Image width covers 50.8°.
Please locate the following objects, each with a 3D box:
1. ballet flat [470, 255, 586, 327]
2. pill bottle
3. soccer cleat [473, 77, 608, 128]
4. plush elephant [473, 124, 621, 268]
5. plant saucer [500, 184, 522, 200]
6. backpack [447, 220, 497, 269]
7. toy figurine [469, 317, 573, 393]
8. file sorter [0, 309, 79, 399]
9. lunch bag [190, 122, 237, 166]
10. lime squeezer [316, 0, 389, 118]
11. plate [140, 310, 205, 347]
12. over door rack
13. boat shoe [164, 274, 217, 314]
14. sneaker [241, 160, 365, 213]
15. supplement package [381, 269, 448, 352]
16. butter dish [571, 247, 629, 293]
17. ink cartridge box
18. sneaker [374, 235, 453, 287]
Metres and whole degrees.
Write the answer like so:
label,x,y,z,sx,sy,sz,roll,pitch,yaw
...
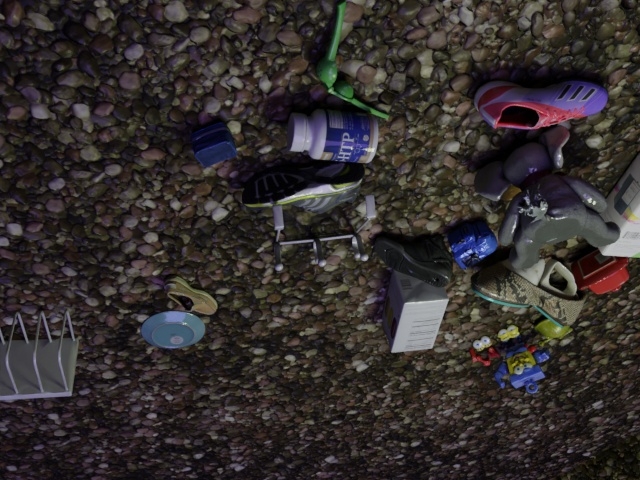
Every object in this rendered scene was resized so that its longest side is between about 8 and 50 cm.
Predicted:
label,x,y,z,sx,sy,sz,roll,pitch,yaw
ballet flat,0.635,0.127,2.003,0.482,0.164,0.182,21,107,-37
pill bottle,0.024,-0.233,1.493,0.186,0.112,0.112,2,136,-14
soccer cleat,0.509,-0.296,1.523,0.317,0.117,0.109,-1,137,-10
plush elephant,0.533,-0.120,1.644,0.271,0.256,0.330,-22,145,25
plant saucer,0.501,-0.132,1.774,0.083,0.015,0.083,-6,138,-6
backpack,0.416,0.005,1.842,0.120,0.098,0.101,-29,131,19
toy figurine,0.704,0.410,2.249,0.362,0.217,0.191,-24,136,15
file sorter,-0.820,0.302,1.830,0.277,0.193,0.173,-1,133,-11
lunch bag,-0.240,-0.214,1.492,0.098,0.065,0.067,-19,153,7
lime squeezer,0.052,-0.350,1.430,0.110,0.058,0.310,-44,137,-12
plate,-0.436,0.274,2.002,0.188,0.024,0.188,-7,137,-6
over door rack,0.000,0.000,1.667,0.239,0.108,0.324,-7,162,-6
boat shoe,-0.361,0.170,1.870,0.068,0.072,0.190,-34,133,23
sneaker,-0.039,-0.110,1.618,0.299,0.111,0.121,-9,142,0
supplement package,0.274,0.204,1.993,0.133,0.139,0.244,-4,137,-10
butter dish,0.834,0.099,1.968,0.159,0.160,0.118,-36,106,24
ink cartridge box,0.903,-0.113,1.802,0.207,0.119,0.354,4,136,-15
sneaker,0.262,0.030,1.857,0.227,0.130,0.087,23,139,4
